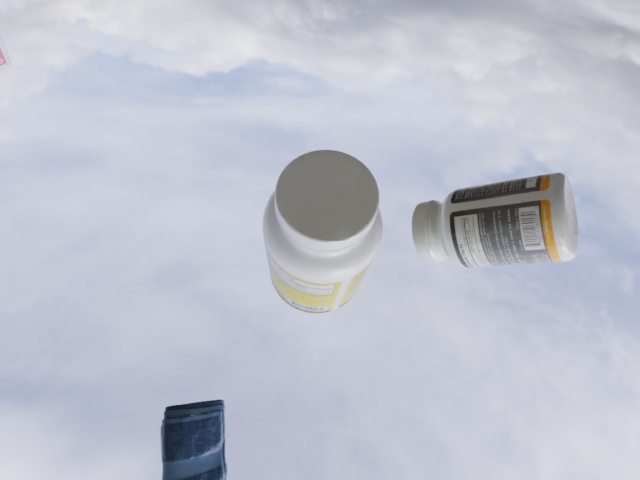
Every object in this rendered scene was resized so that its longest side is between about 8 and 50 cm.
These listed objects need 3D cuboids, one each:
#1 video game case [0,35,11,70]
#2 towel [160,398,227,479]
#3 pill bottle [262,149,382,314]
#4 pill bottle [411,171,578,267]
[{"bbox_3d":[-0.511,-0.274,0.508,0.025,0.285,0.204,44,-120,-1],"label":"video game case"},{"bbox_3d":[-0.113,0.209,0.383,0.029,0.067,0.120,-16,-110,32],"label":"towel"},{"bbox_3d":[0.000,0.000,0.714,0.187,0.334,0.188,1,-112,-4],"label":"pill bottle"},{"bbox_3d":[0.332,-0.031,0.827,0.278,0.162,0.162,-7,-151,38],"label":"pill bottle"}]
